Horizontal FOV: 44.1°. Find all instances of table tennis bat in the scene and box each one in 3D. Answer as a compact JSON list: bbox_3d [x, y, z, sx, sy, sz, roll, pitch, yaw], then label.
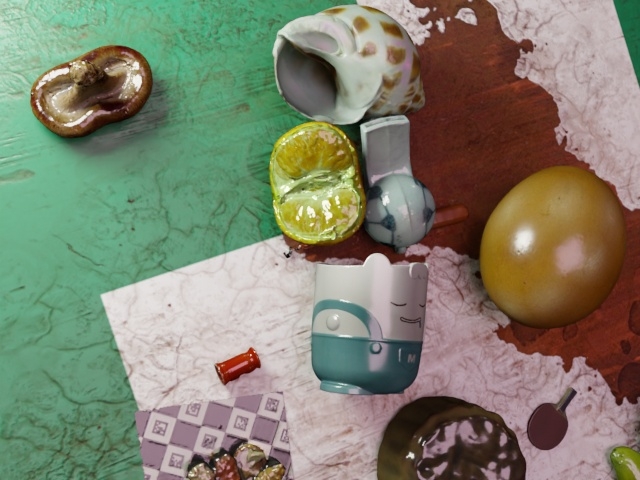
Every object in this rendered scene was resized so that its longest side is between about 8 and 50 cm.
[{"bbox_3d":[0.519,0.393,1.754,0.095,0.014,0.158,43,76,-10],"label":"table tennis bat"}]

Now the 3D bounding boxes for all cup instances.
[{"bbox_3d":[0.112,0.164,1.539,0.289,0.219,0.258,11,82,-50],"label":"cup"}]

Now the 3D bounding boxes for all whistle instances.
[{"bbox_3d":[0.151,-0.088,1.567,0.163,0.163,0.290,-24,131,-19],"label":"whistle"}]

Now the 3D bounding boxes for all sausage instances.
[{"bbox_3d":[0.253,-0.048,1.679,0.131,0.039,0.041,-13,93,-20],"label":"sausage"}]

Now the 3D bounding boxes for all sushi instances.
[{"bbox_3d":[-0.187,0.431,1.487,0.290,0.050,0.264,-6,88,-19],"label":"sushi"}]

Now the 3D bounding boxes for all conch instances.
[{"bbox_3d":[0.072,-0.331,1.558,0.368,0.197,0.249,29,99,-18],"label":"conch"}]

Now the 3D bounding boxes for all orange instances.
[{"bbox_3d":[-0.008,-0.107,1.529,0.179,0.158,0.237,-11,91,1],"label":"orange"}]

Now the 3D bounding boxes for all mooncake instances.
[{"bbox_3d":[0.265,0.463,1.583,0.290,0.161,0.290,1,86,-17],"label":"mooncake"}]

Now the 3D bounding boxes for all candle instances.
[{"bbox_3d":[0.000,0.000,1.599,0.167,0.021,0.026,-20,66,-18],"label":"candle"}]

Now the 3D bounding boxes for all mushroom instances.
[{"bbox_3d":[-0.390,-0.277,1.378,0.227,0.217,0.148,-37,97,-18],"label":"mushroom"}]

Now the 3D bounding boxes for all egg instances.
[{"bbox_3d":[0.477,0.012,1.624,0.282,0.282,0.351,26,76,-16],"label":"egg"}]

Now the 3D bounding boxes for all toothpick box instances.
[{"bbox_3d":[-0.157,0.240,1.512,0.083,0.047,0.047,-23,94,-20],"label":"toothpick box"}]

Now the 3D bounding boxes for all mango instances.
[{"bbox_3d":[0.713,0.535,1.778,0.091,0.074,0.165,-40,99,-15],"label":"mango"}]
